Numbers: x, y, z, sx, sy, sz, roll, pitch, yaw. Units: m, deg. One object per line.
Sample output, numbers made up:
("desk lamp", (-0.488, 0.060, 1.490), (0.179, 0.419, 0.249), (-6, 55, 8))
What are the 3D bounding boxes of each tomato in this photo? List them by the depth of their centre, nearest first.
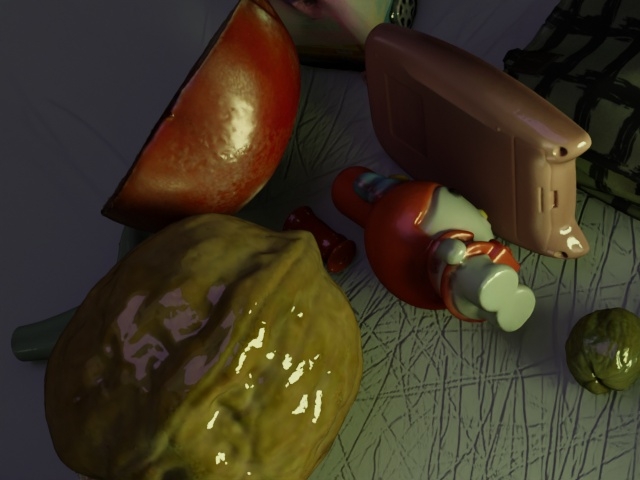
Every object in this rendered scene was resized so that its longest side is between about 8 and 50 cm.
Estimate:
("tomato", (-0.111, -0.125, 1.641), (0.143, 0.338, 0.338), (32, 81, -10))

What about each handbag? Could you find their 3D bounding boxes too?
("handbag", (0.358, -0.187, 1.527), (0.327, 0.162, 0.325), (28, 80, 36))

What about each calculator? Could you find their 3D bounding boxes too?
("calculator", (0.153, -0.109, 1.554), (0.048, 0.220, 0.329), (-35, 49, -23))

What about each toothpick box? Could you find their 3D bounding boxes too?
("toothpick box", (0.000, 0.000, 1.667), (0.083, 0.047, 0.047), (38, 87, 30))

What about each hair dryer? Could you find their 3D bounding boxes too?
("hair dryer", (-0.279, 0.053, 1.766), (0.229, 0.092, 0.267), (-26, 47, 18))

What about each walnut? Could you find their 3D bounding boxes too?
("walnut", (0.292, 0.112, 1.474), (0.092, 0.092, 0.092), (-9, 65, 20))
("walnut", (-0.112, 0.130, 1.520), (0.306, 0.306, 0.344), (32, 87, 31))

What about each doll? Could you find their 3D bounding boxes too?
("doll", (0.114, 0.004, 1.550), (0.130, 0.161, 0.290), (-49, 39, -2))

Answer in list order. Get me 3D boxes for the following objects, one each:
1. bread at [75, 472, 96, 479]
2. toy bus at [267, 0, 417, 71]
("bread", (-0.233, 0.283, 1.636), (0.070, 0.077, 0.083), (-10, 64, 7))
("toy bus", (0.050, -0.412, 1.755), (0.171, 0.162, 0.386), (9, 72, 28))
